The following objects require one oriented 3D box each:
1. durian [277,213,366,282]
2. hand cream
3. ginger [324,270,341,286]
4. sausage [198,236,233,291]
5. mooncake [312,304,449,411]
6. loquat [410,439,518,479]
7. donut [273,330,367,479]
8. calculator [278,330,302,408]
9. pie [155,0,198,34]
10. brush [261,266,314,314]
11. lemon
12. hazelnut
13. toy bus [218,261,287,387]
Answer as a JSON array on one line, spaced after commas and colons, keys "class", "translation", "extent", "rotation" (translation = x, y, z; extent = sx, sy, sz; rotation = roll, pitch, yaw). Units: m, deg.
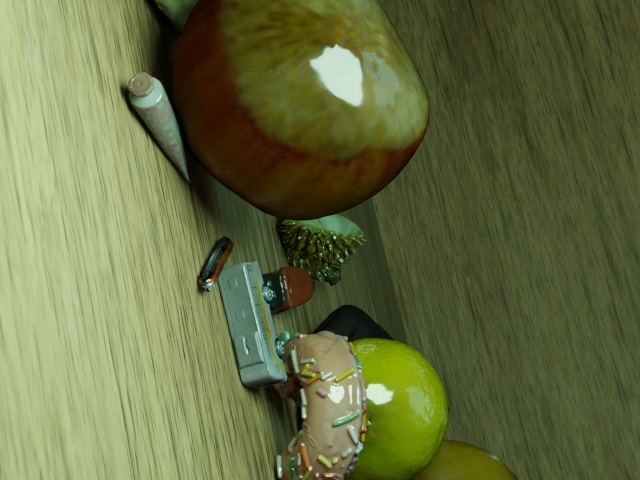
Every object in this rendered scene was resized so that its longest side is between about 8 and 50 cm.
[{"class": "durian", "translation": [0.000, 0.000, 2.114], "extent": [0.139, 0.144, 0.252], "rotation": [51, 29, 20]}, {"class": "hand cream", "translation": [-0.195, -0.144, 1.425], "extent": [0.210, 0.043, 0.067], "rotation": [69, 4, -67]}, {"class": "ginger", "translation": [-0.007, -0.055, 2.270], "extent": [0.122, 0.084, 0.290], "rotation": [18, 57, -65]}, {"class": "sausage", "translation": [-0.139, 0.030, 1.519], "extent": [0.198, 0.025, 0.028], "rotation": [-75, 180, -71]}, {"class": "mooncake", "translation": [0.095, 0.251, 2.042], "extent": [0.283, 0.141, 0.283], "rotation": [47, 4, -4]}, {"class": "loquat", "translation": [0.231, 0.515, 2.064], "extent": [0.328, 0.328, 0.329], "rotation": [-15, 90, -81]}, {"class": "donut", "translation": [-0.011, 0.231, 1.575], "extent": [0.199, 0.085, 0.233], "rotation": [-51, -140, 44]}, {"class": "calculator", "translation": [-0.028, 0.196, 1.715], "extent": [0.153, 0.021, 0.095], "rotation": [55, -48, 41]}, {"class": "pie", "translation": [-0.221, -0.446, 1.647], "extent": [0.339, 0.077, 0.339], "rotation": [-15, 90, -81]}, {"class": "brush", "translation": [-0.049, 0.078, 1.898], "extent": [0.323, 0.051, 0.070], "rotation": [-5, 77, -81]}, {"class": "lemon", "translation": [0.081, 0.278, 1.797], "extent": [0.219, 0.240, 0.241], "rotation": [-23, 98, -75]}, {"class": "hazelnut", "translation": [-0.041, -0.202, 1.499], "extent": [0.366, 0.365, 0.366], "rotation": [-15, 90, -81]}, {"class": "toy bus", "translation": [-0.094, 0.116, 1.554], "extent": [0.072, 0.057, 0.172], "rotation": [12, 63, -70]}]
